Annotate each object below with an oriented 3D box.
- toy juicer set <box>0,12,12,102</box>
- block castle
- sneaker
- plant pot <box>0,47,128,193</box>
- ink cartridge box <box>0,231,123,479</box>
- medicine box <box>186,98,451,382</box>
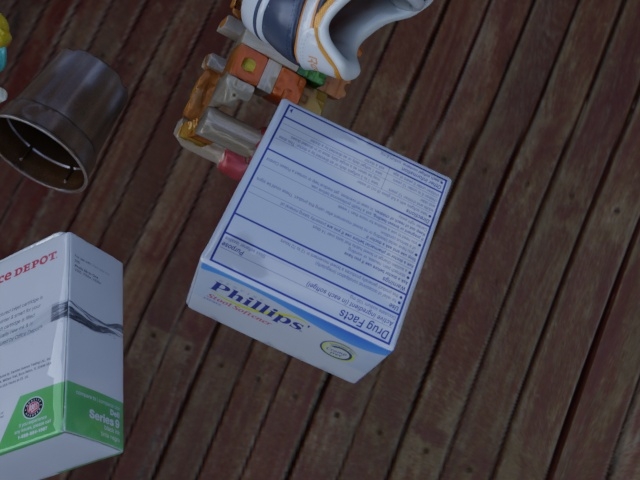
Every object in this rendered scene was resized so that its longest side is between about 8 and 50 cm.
[{"bbox_3d":[-0.652,-0.397,1.684,0.209,0.089,0.329,27,126,45],"label":"toy juicer set"},{"bbox_3d":[-0.075,-0.336,1.541,0.213,0.303,0.453,24,84,-20],"label":"block castle"},{"bbox_3d":[0.071,-0.285,0.734,0.127,0.126,0.321,40,105,20],"label":"sneaker"},{"bbox_3d":[-0.380,-0.186,1.249,0.167,0.167,0.165,15,60,19],"label":"plant pot"},{"bbox_3d":[-0.381,0.162,1.140,0.211,0.121,0.289,-21,56,22],"label":"ink cartridge box"},{"bbox_3d":[0.000,0.000,1.142,0.263,0.149,0.289,26,60,-4],"label":"medicine box"}]
